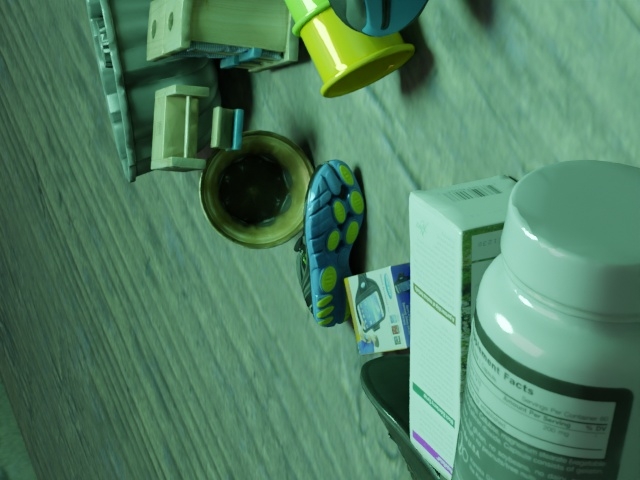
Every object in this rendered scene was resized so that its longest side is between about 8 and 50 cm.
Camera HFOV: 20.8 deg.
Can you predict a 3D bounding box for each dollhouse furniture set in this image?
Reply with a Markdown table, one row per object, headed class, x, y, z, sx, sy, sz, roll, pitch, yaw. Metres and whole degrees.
| class | x | y | z | sx | sy | sz | roll | pitch | yaw |
| --- | --- | --- | --- | --- | --- | --- | --- | --- | --- |
| dollhouse furniture set | -0.108 | -0.160 | 1.823 | 0.129 | 0.129 | 0.184 | 178 | 96 | -69 |

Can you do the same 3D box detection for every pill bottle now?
| class | x | y | z | sx | sy | sz | roll | pitch | yaw |
| --- | --- | --- | --- | --- | --- | --- | --- | --- | --- |
| pill bottle | 0.184 | 0.096 | 1.236 | 0.161 | 0.161 | 0.283 | -128 | 34 | -49 |

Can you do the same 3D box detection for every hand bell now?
| class | x | y | z | sx | sy | sz | roll | pitch | yaw |
| --- | --- | --- | --- | --- | --- | --- | --- | --- | --- |
| hand bell | -0.083 | -0.056 | 1.948 | 0.242 | 0.126 | 0.126 | -174 | 73 | -81 |

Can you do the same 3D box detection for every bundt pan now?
| class | x | y | z | sx | sy | sz | roll | pitch | yaw |
| --- | --- | --- | --- | --- | --- | --- | --- | --- | --- |
| bundt pan | -0.196 | -0.239 | 2.018 | 0.331 | 0.124 | 0.331 | 168 | 90 | -82 |

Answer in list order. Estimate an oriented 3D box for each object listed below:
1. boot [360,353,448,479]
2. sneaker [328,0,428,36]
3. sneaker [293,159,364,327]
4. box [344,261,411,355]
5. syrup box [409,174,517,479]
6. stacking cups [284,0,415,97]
| class | x | y | z | sx | sy | sz | roll | pitch | yaw |
| --- | --- | --- | --- | --- | --- | --- | --- | --- | --- |
| boot | 0.103 | 0.256 | 1.607 | 0.263 | 0.091 | 0.229 | 51 | 145 | 46 |
| sneaker | 0.009 | -0.317 | 1.484 | 0.139 | 0.125 | 0.341 | -27 | 64 | 40 |
| sneaker | 0.000 | 0.000 | 1.771 | 0.078 | 0.067 | 0.188 | 45 | 144 | 45 |
| box | 0.066 | 0.067 | 1.696 | 0.136 | 0.028 | 0.081 | 159 | 100 | -70 |
| syrup box | 0.133 | 0.076 | 1.441 | 0.096 | 0.093 | 0.237 | -139 | 43 | -57 |
| stacking cups | -0.019 | -0.290 | 1.581 | 0.316 | 0.096 | 0.096 | 66 | 156 | 9 |
